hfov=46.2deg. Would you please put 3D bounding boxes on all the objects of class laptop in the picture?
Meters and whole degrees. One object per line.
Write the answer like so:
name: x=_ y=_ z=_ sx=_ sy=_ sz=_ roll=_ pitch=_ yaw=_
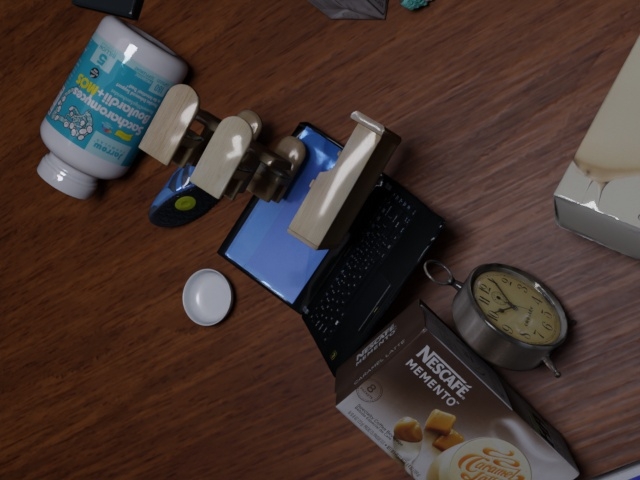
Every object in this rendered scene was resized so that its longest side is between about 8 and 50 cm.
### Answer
laptop: x=0.000 y=0.000 z=0.980 sx=0.234 sy=0.137 sz=0.264 roll=-57 pitch=25 yaw=10

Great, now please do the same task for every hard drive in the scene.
hard drive: x=-0.346 y=-0.424 z=1.245 sx=0.135 sy=0.022 sz=0.094 roll=20 pitch=93 yaw=25

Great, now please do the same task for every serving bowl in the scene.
serving bowl: x=-0.162 y=0.084 z=1.110 sx=0.083 sy=0.027 sz=0.083 roll=-2 pitch=84 yaw=24

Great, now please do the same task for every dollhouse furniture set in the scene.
dollhouse furniture set: x=-0.051 y=-0.120 z=0.919 sx=0.242 sy=0.212 sz=0.161 roll=32 pitch=100 yaw=13

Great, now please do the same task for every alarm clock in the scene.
alarm clock: x=0.203 y=0.081 z=0.884 sx=0.192 sy=0.129 sz=0.064 roll=35 pitch=130 yaw=6

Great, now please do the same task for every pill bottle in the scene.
pill bottle: x=-0.327 y=-0.195 z=1.147 sx=0.146 sy=0.146 sz=0.264 roll=38 pitch=101 yaw=23

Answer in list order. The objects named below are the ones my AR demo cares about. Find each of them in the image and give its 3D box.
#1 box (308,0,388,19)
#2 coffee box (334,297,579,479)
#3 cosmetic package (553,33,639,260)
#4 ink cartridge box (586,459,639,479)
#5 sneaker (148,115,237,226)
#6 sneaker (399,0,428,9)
box: x=0.040 y=-0.461 z=0.996 sx=0.087 sy=0.169 sz=0.289 roll=9 pitch=90 yaw=27
coffee box: x=0.151 y=0.205 z=0.860 sx=0.141 sy=0.098 sz=0.246 roll=-43 pitch=100 yaw=14
cosmetic package: x=0.391 y=-0.133 z=0.800 sx=0.160 sy=0.113 sz=0.309 roll=26 pitch=83 yaw=25
ink cartridge box: x=0.447 y=0.353 z=0.768 sx=0.307 sy=0.072 sz=0.303 roll=-19 pitch=76 yaw=-3
sneaker: x=-0.180 y=-0.102 z=1.122 sx=0.209 sy=0.069 sz=0.082 roll=-39 pitch=52 yaw=19
sneaker: x=0.134 y=-0.392 z=1.012 sx=0.076 sy=0.065 sz=0.166 roll=20 pitch=90 yaw=41
